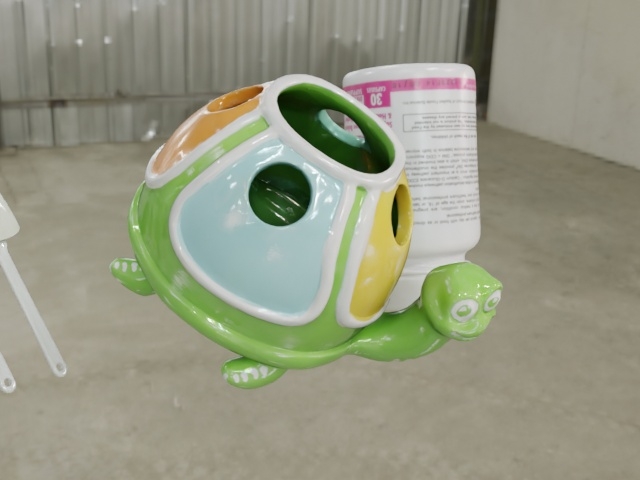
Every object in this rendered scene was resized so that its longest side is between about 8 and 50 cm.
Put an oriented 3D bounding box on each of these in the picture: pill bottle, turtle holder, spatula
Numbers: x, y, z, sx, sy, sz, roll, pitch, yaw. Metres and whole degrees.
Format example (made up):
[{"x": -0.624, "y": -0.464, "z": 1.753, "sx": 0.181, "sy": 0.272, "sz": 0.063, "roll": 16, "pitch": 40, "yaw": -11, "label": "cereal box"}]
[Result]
[{"x": 0.112, "y": -0.064, "z": 1.084, "sx": 0.160, "sy": 0.283, "sz": 0.160, "roll": -3, "pitch": 4, "yaw": 0, "label": "pill bottle"}, {"x": -0.016, "y": -0.001, "z": 0.818, "sx": 0.243, "sy": 0.227, "sz": 0.320, "roll": -16, "pitch": 60, "yaw": -47, "label": "turtle holder"}, {"x": -0.354, "y": 0.051, "z": 0.899, "sx": 0.019, "sy": 0.242, "sz": 0.168, "roll": -29, "pitch": -2, "yaw": 37, "label": "spatula"}]
